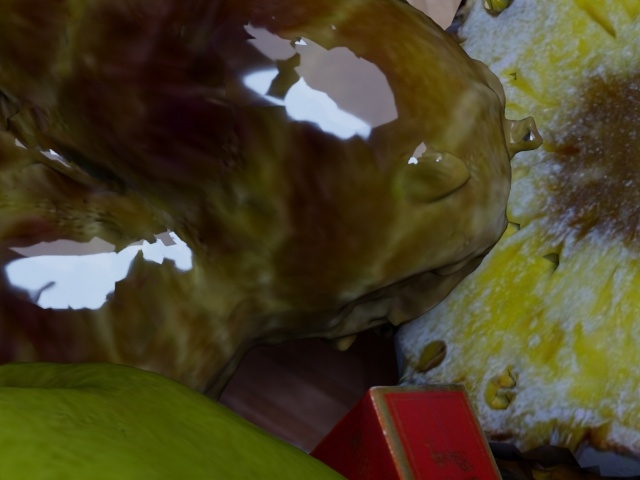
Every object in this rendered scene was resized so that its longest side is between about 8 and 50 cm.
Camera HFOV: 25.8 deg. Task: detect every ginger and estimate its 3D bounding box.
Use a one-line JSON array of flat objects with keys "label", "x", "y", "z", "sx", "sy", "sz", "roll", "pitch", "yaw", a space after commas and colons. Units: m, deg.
[{"label": "ginger", "x": -0.117, "y": -0.037, "z": 0.557, "sx": 0.358, "sy": 0.152, "sz": 0.274, "roll": -29, "pitch": 84, "yaw": 2}]

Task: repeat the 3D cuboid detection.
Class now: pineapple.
[{"label": "pineapple", "x": 0.214, "y": 0.002, "z": 0.645, "sx": 0.300, "sy": 0.352, "sz": 0.352, "roll": 23, "pitch": 42, "yaw": -41}]

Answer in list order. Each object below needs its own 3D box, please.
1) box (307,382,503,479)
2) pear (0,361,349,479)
[{"label": "box", "x": 0.012, "y": 0.145, "z": 0.540, "sx": 0.048, "sy": 0.175, "sz": 0.112, "roll": 1, "pitch": 53, "yaw": -32}, {"label": "pear", "x": -0.077, "y": 0.204, "z": 0.384, "sx": 0.287, "sy": 0.287, "sz": 0.375, "roll": -15, "pitch": 86, "yaw": -37}]
